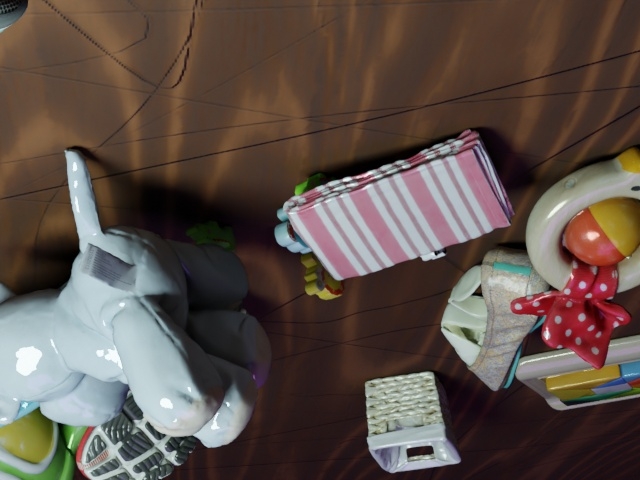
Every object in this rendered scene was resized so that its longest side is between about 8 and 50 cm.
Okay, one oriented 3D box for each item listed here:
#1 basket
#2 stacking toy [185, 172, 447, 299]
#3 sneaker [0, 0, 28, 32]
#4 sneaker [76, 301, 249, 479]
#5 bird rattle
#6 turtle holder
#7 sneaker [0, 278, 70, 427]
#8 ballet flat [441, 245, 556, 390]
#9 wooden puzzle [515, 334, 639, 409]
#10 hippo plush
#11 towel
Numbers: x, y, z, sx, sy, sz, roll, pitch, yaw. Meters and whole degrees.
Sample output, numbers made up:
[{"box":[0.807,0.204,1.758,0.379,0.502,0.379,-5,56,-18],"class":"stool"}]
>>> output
[{"box":[0.129,0.256,2.279,0.113,0.103,0.167,-9,160,9],"class":"basket"},{"box":[0.000,0.000,1.647,0.167,0.052,0.221,-23,153,37],"class":"stacking toy"},{"box":[-0.253,-0.187,1.080,0.076,0.065,0.166,-25,153,33],"class":"sneaker"},{"box":[-0.182,0.168,1.787,0.118,0.279,0.107,-5,124,43],"class":"sneaker"},{"box":[0.291,0.000,1.630,0.254,0.143,0.207,-25,130,24],"class":"bird rattle"},{"box":[-0.414,0.261,1.968,0.320,0.243,0.227,-7,145,16],"class":"turtle holder"},{"box":[-0.267,0.096,1.770,0.319,0.127,0.208,-21,-175,-7],"class":"sneaker"},{"box":[0.199,0.084,1.884,0.106,0.107,0.316,13,152,1],"class":"ballet flat"},{"box":[0.403,0.193,2.270,0.221,0.044,0.239,-12,158,17],"class":"wooden puzzle"},{"box":[-0.210,0.111,1.534,0.237,0.234,0.294,-29,146,23],"class":"hippo plush"},{"box":[0.077,-0.030,1.545,0.197,0.029,0.144,-19,144,11],"class":"towel"}]
